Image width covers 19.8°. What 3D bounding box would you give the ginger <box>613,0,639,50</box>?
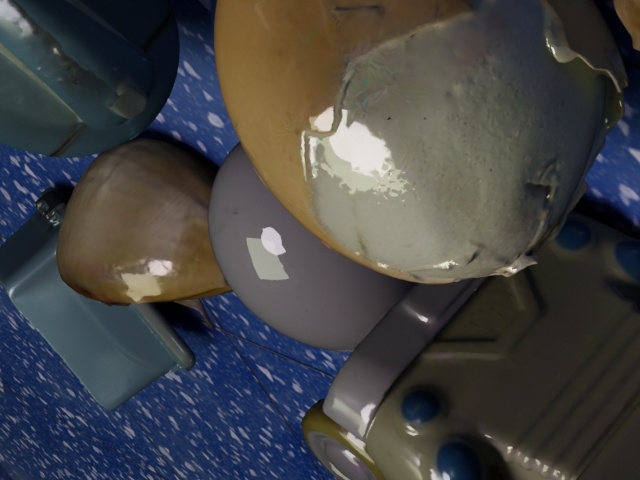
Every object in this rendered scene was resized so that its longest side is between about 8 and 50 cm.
[{"bbox_3d":[0.250,-0.041,0.744,0.245,0.155,0.304,-15,110,30],"label":"ginger"}]

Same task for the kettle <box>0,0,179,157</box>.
[{"bbox_3d":[-0.248,-0.190,1.290,0.342,0.247,0.319,40,-177,-11],"label":"kettle"}]

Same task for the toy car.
[{"bbox_3d":[0.146,0.148,1.228,0.226,0.242,0.336,32,154,25],"label":"toy car"}]

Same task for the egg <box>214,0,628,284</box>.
[{"bbox_3d":[0.044,-0.095,1.004,0.244,0.201,0.201,47,163,28],"label":"egg"}]

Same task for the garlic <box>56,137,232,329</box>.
[{"bbox_3d":[-0.156,0.021,1.702,0.196,0.151,0.338,34,162,-6],"label":"garlic"}]

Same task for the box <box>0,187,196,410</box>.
[{"bbox_3d":[-0.242,0.062,1.940,0.227,0.130,0.162,54,173,-22],"label":"box"}]

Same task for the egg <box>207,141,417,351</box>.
[{"bbox_3d":[0.000,0.000,1.337,0.146,0.146,0.198,22,157,46],"label":"egg"}]
